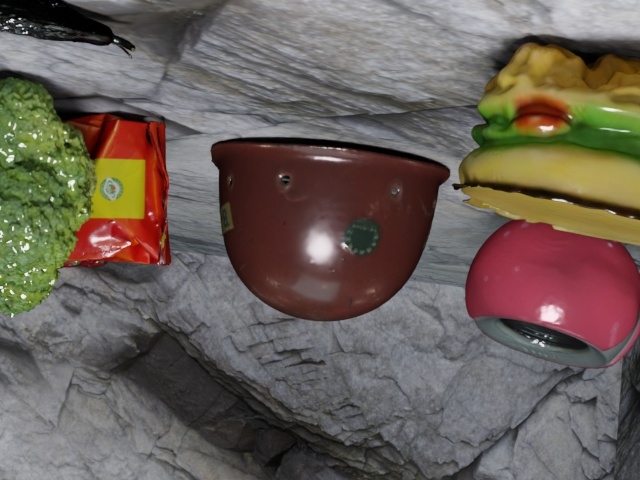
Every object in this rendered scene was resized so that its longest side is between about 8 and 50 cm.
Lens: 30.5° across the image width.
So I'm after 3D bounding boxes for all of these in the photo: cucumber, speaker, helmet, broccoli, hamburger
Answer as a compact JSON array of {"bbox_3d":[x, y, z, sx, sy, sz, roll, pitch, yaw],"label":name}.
[{"bbox_3d":[-0.235,-0.189,0.995,0.163,0.043,0.039,6,133,-34],"label":"cucumber"},{"bbox_3d":[0.381,0.086,1.905,0.294,0.294,0.294,6,174,1],"label":"speaker"},{"bbox_3d":[0.000,0.000,1.658,0.337,0.230,0.385,6,172,-11],"label":"helmet"},{"bbox_3d":[-0.357,-0.046,1.379,0.186,0.254,0.302,-20,179,-23],"label":"broccoli"},{"bbox_3d":[0.237,-0.084,1.005,0.237,0.149,0.237,14,176,1],"label":"hamburger"}]

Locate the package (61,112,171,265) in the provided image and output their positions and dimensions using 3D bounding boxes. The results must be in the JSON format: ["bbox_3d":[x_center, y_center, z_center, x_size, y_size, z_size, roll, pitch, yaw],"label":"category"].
[{"bbox_3d":[-0.362,-0.065,1.517,0.423,0.196,0.123,2,179,22],"label":"package"}]

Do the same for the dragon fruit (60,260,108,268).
[{"bbox_3d":[-0.382,-0.041,1.852,0.198,0.218,0.273,42,-177,6],"label":"dragon fruit"}]
